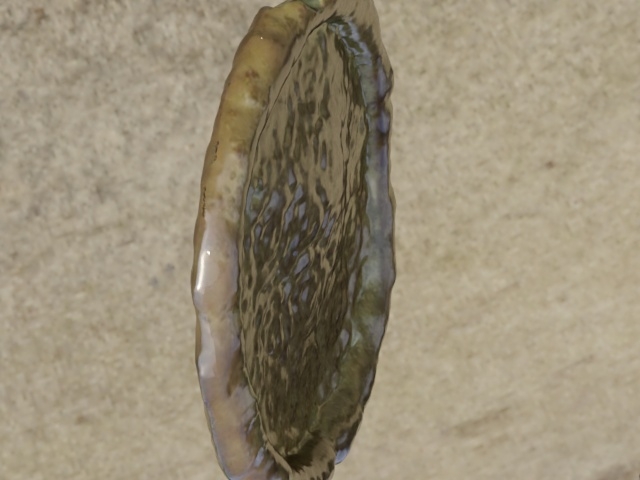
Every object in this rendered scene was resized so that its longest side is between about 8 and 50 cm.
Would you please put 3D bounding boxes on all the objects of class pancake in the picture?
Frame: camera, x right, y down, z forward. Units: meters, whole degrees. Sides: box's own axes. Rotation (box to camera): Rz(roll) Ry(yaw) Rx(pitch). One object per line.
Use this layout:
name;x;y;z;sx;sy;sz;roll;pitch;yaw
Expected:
pancake;-0.002;0.000;0.419;0.021;0.199;0.199;6;162;16

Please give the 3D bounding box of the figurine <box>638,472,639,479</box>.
figurine;0.419;0.249;0.905;0.377;0.361;0.266;-19;127;-11
